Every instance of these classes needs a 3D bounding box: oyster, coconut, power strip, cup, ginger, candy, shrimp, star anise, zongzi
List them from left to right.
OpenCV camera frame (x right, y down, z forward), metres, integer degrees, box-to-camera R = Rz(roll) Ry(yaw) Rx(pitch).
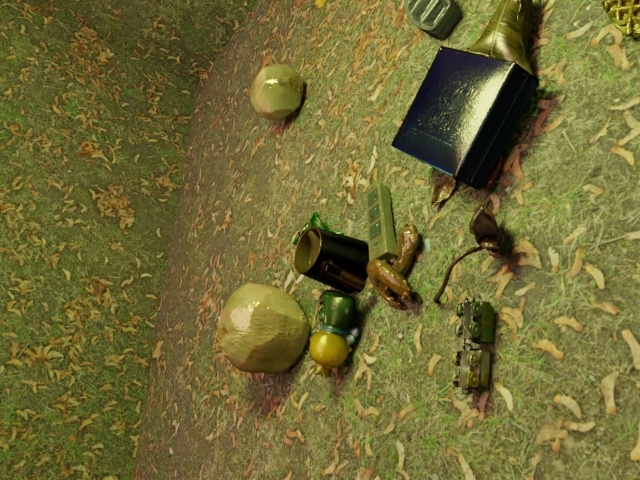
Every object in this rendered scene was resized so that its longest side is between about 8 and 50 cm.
[{"bbox_3d":[-0.200,0.280,1.802,0.297,0.254,0.297,-39,41,44],"label":"coconut"},{"bbox_3d":[-0.182,-0.625,2.358,0.230,0.227,0.227,-2,71,69],"label":"coconut"},{"bbox_3d":[0.004,-0.001,1.822,0.203,0.078,0.141,43,121,46],"label":"candy"},{"bbox_3d":[0.051,0.053,1.608,0.239,0.177,0.166,2,73,59],"label":"cup"},{"bbox_3d":[0.173,-0.053,1.606,0.080,0.048,0.286,-36,42,42],"label":"power strip"},{"bbox_3d":[0.187,0.119,1.446,0.051,0.132,0.187,-34,43,-17],"label":"shrimp"},{"bbox_3d":[0.216,0.039,1.474,0.069,0.051,0.173,34,102,51],"label":"ginger"},{"bbox_3d":[0.314,-0.128,1.437,0.093,0.034,0.051,-40,56,23],"label":"oyster"},{"bbox_3d":[0.309,0.029,1.254,0.227,0.218,0.148,-28,37,21],"label":"star anise"},{"bbox_3d":[0.485,-0.497,1.333,0.205,0.094,0.204,-58,42,14],"label":"zongzi"}]

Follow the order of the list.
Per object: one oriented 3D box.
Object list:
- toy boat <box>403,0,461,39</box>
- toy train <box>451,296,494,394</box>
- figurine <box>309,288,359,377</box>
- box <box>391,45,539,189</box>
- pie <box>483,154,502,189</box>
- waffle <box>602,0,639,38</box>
[{"bbox_3d":[0.333,-0.716,1.716,0.127,0.078,0.283,-54,33,26],"label":"toy boat"},{"bbox_3d":[0.322,0.220,1.171,0.060,0.081,0.202,-12,70,57],"label":"toy train"},{"bbox_3d":[0.026,0.263,1.591,0.185,0.127,0.234,-164,81,-71],"label":"figurine"},{"bbox_3d":[0.335,-0.301,1.346,0.261,0.116,0.279,41,110,51],"label":"box"},{"bbox_3d":[0.393,-0.203,1.351,0.088,0.033,0.191,-45,42,23],"label":"pie"},{"bbox_3d":[0.653,-0.491,1.102,0.169,0.036,0.183,-44,40,33],"label":"waffle"}]
